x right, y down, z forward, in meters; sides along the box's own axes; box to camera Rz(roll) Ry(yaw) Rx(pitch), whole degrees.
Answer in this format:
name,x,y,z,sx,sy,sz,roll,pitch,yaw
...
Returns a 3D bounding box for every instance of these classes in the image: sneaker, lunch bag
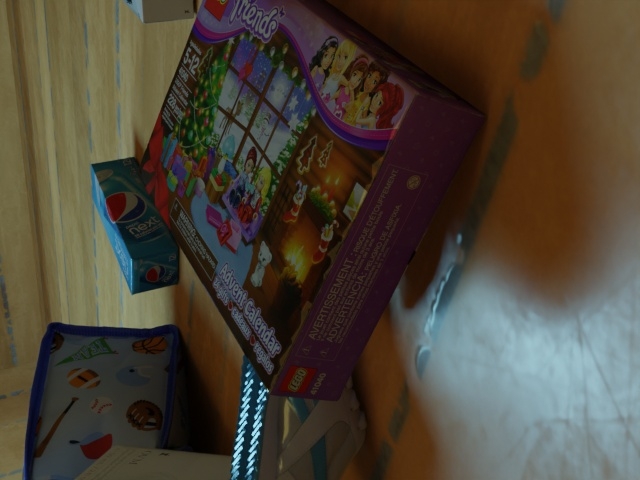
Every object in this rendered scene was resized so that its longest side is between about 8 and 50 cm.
name,x,y,z,sx,sy,sz,roll,pitch,yaw
sneaker,-0.011,0.123,0.754,0.087,0.092,0.229,-166,85,-68
lunch bag,-0.278,0.351,1.246,0.385,0.238,0.328,-98,8,-57

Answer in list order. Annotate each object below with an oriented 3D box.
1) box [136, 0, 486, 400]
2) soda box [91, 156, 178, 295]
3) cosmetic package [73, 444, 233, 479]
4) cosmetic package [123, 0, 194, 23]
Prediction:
name,x,y,z,sx,sy,sz,roll,pitch,yaw
box,-0.031,-0.061,0.633,0.293,0.057,0.201,49,120,49
soda box,-0.262,-0.025,1.291,0.071,0.067,0.210,99,149,-42
cosmetic package,-0.157,0.315,0.897,0.224,0.224,0.138,1,106,21
cosmetic package,-0.172,-0.346,0.914,0.099,0.060,0.239,46,142,51
